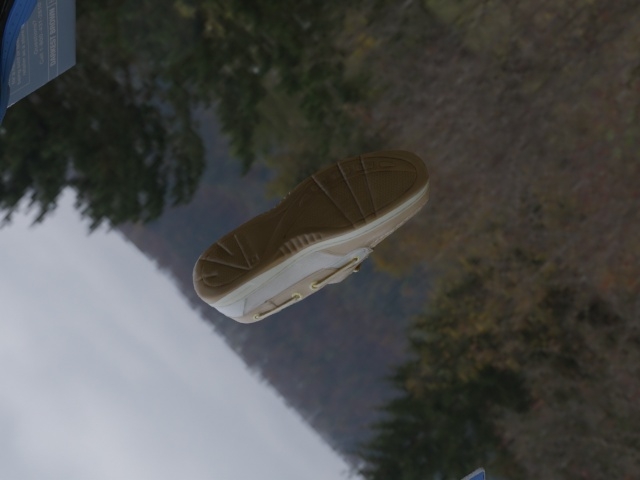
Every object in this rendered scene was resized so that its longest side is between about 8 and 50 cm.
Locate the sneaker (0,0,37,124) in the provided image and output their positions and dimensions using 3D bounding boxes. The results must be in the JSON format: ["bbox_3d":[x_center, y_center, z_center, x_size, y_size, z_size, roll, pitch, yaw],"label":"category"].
[{"bbox_3d":[-0.206,-0.111,0.681,0.078,0.188,0.067,19,174,-40],"label":"sneaker"}]

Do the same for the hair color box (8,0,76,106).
[{"bbox_3d":[-0.377,-0.138,0.948,0.185,0.374,0.114,25,132,19],"label":"hair color box"}]

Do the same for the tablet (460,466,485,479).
[{"bbox_3d":[0.096,0.213,0.980,0.006,0.083,0.054,50,161,39],"label":"tablet"}]

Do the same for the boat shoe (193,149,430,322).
[{"bbox_3d":[0.000,0.000,0.819,0.059,0.170,0.063,52,-166,-48],"label":"boat shoe"}]
